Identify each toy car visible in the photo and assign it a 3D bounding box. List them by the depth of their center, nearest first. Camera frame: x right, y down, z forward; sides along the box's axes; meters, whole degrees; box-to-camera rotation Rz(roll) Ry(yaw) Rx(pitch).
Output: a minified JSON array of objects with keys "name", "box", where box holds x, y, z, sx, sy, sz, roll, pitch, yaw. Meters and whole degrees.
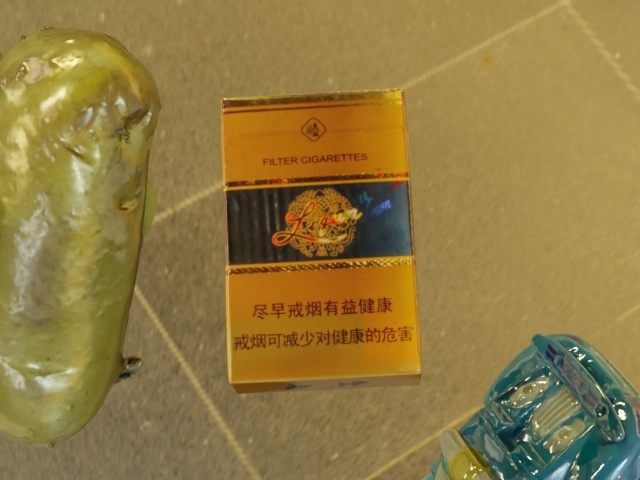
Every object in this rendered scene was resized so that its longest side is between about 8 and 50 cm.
[{"name":"toy car","box":[0.175,0.233,1.241,0.166,0.314,0.198,26,20,-38]}]

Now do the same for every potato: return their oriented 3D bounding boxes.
[{"name":"potato","box":[-0.116,-0.003,0.563,0.105,0.188,0.085,40,36,28]}]

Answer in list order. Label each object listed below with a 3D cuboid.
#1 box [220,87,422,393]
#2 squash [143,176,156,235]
[{"name":"box","box":[0.000,0.000,1.102,0.152,0.070,0.237,-4,73,2]},{"name":"squash","box":[-0.227,-0.032,1.462,0.101,0.378,0.101,1,80,-8]}]
